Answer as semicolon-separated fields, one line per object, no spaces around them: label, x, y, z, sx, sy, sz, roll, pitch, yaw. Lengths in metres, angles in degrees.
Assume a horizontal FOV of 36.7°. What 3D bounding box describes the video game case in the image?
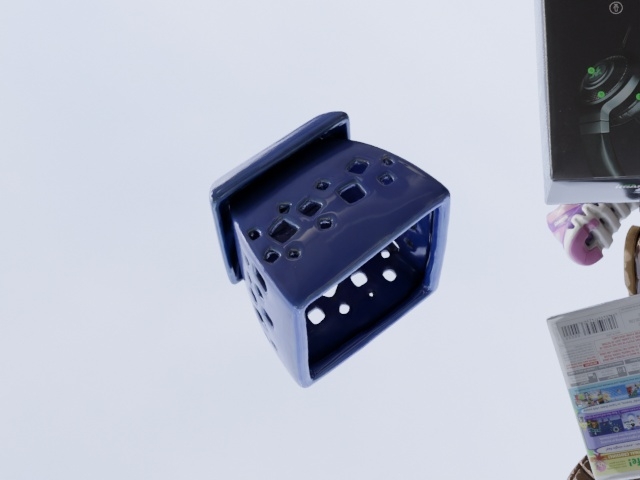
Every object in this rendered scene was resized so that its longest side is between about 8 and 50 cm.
video game case;0.368;0.150;1.032;0.023;0.212;0.193;-9;-98;-56

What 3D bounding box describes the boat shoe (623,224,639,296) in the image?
boat shoe;0.397;0.076;1.129;0.073;0.073;0.207;-51;-41;-40

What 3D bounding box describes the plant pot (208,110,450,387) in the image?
plant pot;0.000;0.000;1.174;0.236;0.236;0.212;-35;-115;-17

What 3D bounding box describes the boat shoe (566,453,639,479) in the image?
boat shoe;0.460;0.306;1.324;0.095;0.257;0.095;55;-177;-33

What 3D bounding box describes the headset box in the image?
headset box;0.351;-0.170;0.992;0.131;0.246;0.283;42;-134;-77

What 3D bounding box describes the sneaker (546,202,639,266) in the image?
sneaker;0.429;-0.074;1.448;0.095;0.236;0.104;45;178;-33
